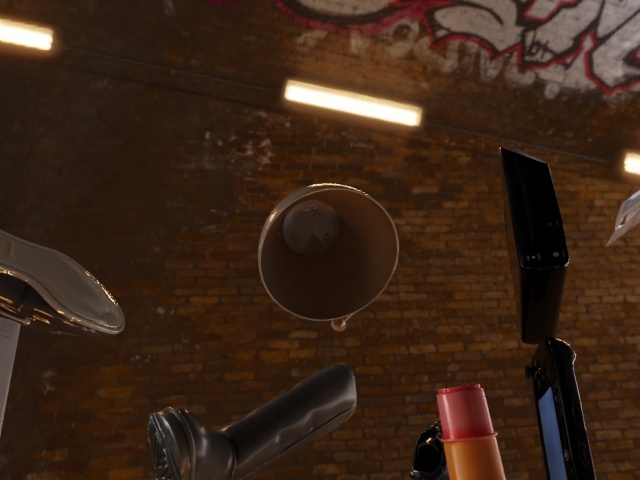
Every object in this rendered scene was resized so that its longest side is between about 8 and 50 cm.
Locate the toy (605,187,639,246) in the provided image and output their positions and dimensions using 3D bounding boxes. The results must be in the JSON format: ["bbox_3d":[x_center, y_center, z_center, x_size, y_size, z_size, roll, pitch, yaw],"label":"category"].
[{"bbox_3d":[0.407,-0.069,0.523,0.237,0.137,0.056,-39,-119,5],"label":"toy"}]

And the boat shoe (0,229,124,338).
[{"bbox_3d":[-0.432,0.057,0.731,0.335,0.095,0.112,43,-162,-39],"label":"boat shoe"}]

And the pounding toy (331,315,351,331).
[{"bbox_3d":[0.077,0.127,1.399,0.155,0.154,0.269,10,-115,7],"label":"pounding toy"}]

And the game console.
[{"bbox_3d":[0.203,0.108,0.467,0.044,0.213,0.361,-8,-120,17],"label":"game console"}]

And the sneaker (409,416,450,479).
[{"bbox_3d":[0.227,0.368,0.964,0.090,0.081,0.232,57,-142,-16],"label":"sneaker"}]

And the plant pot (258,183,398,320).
[{"bbox_3d":[0.000,0.000,1.120,0.284,0.284,0.191,3,-160,-14],"label":"plant pot"}]

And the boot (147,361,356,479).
[{"bbox_3d":[-0.051,0.174,0.499,0.209,0.189,0.076,-16,-121,-26],"label":"boot"}]

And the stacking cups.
[{"bbox_3d":[0.200,0.345,0.658,0.096,0.096,0.316,-4,-108,-22],"label":"stacking cups"}]

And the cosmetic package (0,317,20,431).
[{"bbox_3d":[-0.725,0.278,1.020,0.197,0.155,0.365,26,-155,-34],"label":"cosmetic package"}]
